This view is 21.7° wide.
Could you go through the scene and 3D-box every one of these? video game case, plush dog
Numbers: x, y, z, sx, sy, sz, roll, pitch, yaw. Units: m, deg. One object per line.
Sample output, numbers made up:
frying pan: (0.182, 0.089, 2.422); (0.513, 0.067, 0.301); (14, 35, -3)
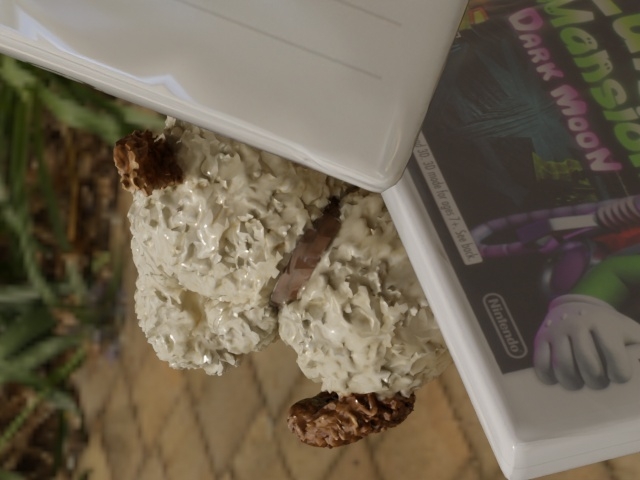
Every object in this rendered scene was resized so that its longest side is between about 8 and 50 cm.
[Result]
video game case: (0.108, -0.021, 0.538); (0.022, 0.173, 0.190); (91, 163, -47)
plush dog: (0.000, 0.000, 1.033); (0.262, 0.225, 0.210); (-61, -14, 5)

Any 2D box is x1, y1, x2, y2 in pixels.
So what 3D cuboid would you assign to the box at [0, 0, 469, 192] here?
box: (-0.059, -0.102, 0.380); (0.182, 0.181, 0.119); (-140, 70, -79)
